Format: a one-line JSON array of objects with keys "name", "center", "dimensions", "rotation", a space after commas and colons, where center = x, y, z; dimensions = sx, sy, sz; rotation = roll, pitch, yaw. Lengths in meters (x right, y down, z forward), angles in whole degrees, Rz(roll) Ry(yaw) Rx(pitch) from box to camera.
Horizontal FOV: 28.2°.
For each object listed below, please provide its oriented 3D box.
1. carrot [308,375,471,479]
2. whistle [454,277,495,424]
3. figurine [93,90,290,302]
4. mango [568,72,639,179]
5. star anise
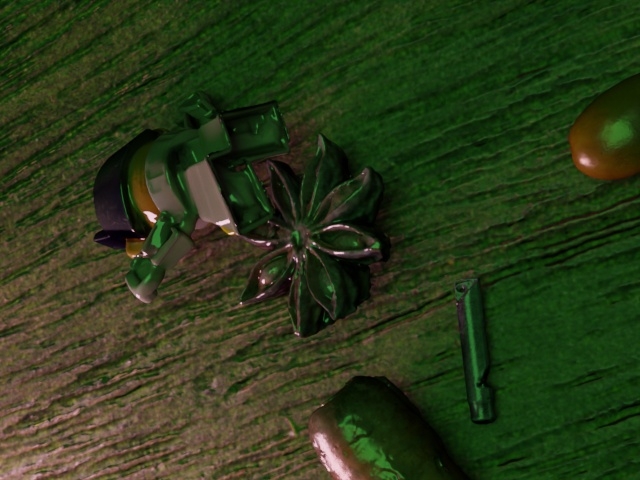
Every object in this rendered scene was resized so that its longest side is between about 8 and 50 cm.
[{"name": "carrot", "center": [0.109, 0.297, 1.514], "dimensions": [0.139, 0.138, 0.302], "rotation": [-43, 75, 15]}, {"name": "whistle", "center": [0.187, 0.133, 1.540], "dimensions": [0.033, 0.033, 0.176], "rotation": [-8, 86, 21]}, {"name": "figurine", "center": [-0.180, -0.072, 1.602], "dimensions": [0.308, 0.308, 0.143], "rotation": [-27, 118, 19]}, {"name": "mango", "center": [0.368, -0.139, 1.450], "dimensions": [0.184, 0.085, 0.102], "rotation": [-32, 78, 12]}, {"name": "star anise", "center": [-0.001, 0.001, 1.581], "dimensions": [0.223, 0.109, 0.236], "rotation": [37, 102, 34]}]
